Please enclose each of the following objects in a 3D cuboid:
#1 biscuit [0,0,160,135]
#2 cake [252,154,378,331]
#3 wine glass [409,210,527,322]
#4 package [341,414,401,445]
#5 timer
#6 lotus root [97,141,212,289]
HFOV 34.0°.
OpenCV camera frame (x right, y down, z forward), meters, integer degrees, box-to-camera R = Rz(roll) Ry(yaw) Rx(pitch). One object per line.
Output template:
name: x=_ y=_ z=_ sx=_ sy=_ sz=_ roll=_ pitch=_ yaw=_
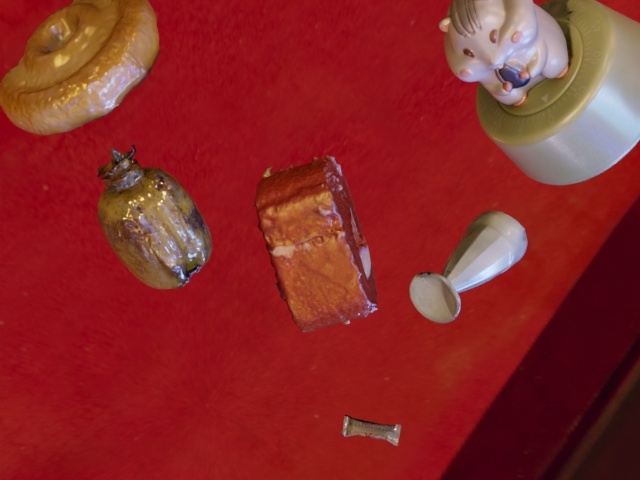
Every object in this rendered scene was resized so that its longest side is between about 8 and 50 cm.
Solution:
biscuit: x=-0.347 y=-0.278 z=1.552 sx=0.213 sy=0.091 sz=0.274 roll=12 pitch=60 yaw=35
cake: x=0.000 y=0.000 z=1.693 sx=0.151 sy=0.177 sz=0.282 roll=-17 pitch=103 yaw=19
wine glass: x=0.165 y=0.028 z=1.182 sx=0.155 sy=0.073 sz=0.073 roll=-35 pitch=86 yaw=-41
package: x=0.084 y=0.317 z=1.745 sx=0.110 sy=0.015 sz=0.037 roll=4 pitch=83 yaw=34
timer: x=0.311 y=-0.271 z=1.570 sx=0.315 sy=0.291 sz=0.290 roll=26 pitch=77 yaw=-36
lotus root: x=-0.281 y=-0.043 z=1.684 sx=0.154 sy=0.154 sz=0.278 roll=-36 pitch=118 yaw=-10
